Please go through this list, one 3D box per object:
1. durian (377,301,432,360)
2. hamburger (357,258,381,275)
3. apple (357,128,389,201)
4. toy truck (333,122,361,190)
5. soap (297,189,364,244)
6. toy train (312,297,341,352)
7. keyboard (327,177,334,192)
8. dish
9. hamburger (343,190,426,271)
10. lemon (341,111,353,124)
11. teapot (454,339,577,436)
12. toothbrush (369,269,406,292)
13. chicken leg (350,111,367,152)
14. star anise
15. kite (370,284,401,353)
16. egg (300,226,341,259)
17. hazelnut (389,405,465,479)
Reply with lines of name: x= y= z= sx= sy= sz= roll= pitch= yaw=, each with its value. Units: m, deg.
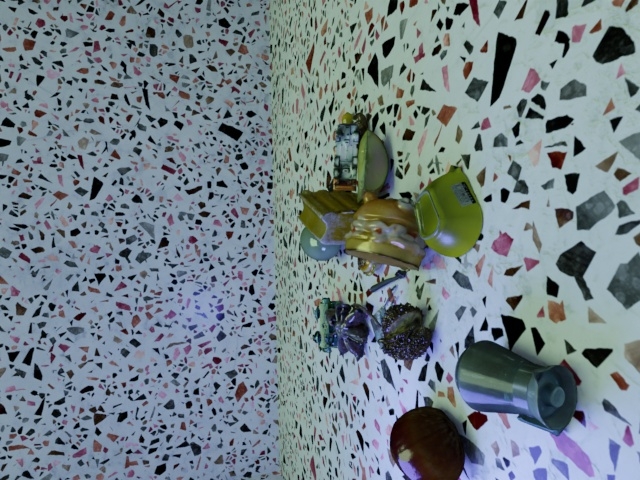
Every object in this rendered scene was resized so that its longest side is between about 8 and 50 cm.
durian: x=0.270 y=0.309 z=1.385 sx=0.196 sy=0.167 sz=0.196 roll=-34 pitch=37 yaw=30
hamburger: x=0.200 y=0.076 z=1.710 sx=0.126 sy=0.081 sz=0.141 roll=-150 pitch=61 yaw=-68
apple: x=0.201 y=-0.279 z=1.641 sx=0.193 sy=0.119 sz=0.265 roll=116 pitch=160 yaw=-78
toy truck: x=0.109 y=-0.344 z=1.731 sx=0.135 sy=0.114 sz=0.271 roll=-63 pitch=-24 yaw=-85
soap: x=0.085 y=-0.106 z=1.719 sx=0.335 sy=0.293 sz=0.156 roll=-136 pitch=48 yaw=-61
toy train: x=0.036 y=0.418 z=2.069 sx=0.154 sy=0.115 sz=0.270 roll=6 pitch=-101 yaw=-64
keyboard: x=0.111 y=-0.328 z=1.960 sx=0.310 sy=0.018 sz=0.101 roll=-62 pitch=38 yaw=38
dish: x=0.353 y=-0.081 z=1.224 sx=0.221 sy=0.108 sz=0.263 roll=131 pitch=134 yaw=-61
hamburger: x=0.229 y=-0.033 z=1.377 sx=0.276 sy=0.276 sz=0.237 roll=171 pitch=116 yaw=-71
lemon: x=0.128 y=-0.555 z=1.909 sx=0.062 sy=0.062 sz=0.084 roll=140 pitch=126 yaw=-66
teapot: x=0.445 y=0.340 z=0.942 sx=0.203 sy=0.171 sz=0.225 roll=59 pitch=157 yaw=-11
toothbrush: x=0.257 y=0.164 z=1.636 sx=0.297 sy=0.030 sz=0.030 roll=131 pitch=160 yaw=-65
chicken leg: x=0.173 y=-0.453 z=1.801 sx=0.084 sy=0.069 sz=0.198 roll=1 pitch=99 yaw=48
star anise: x=0.147 y=0.393 z=1.852 sx=0.359 sy=0.139 sz=0.316 roll=35 pitch=133 yaw=48
kite: x=0.267 y=0.317 z=1.639 sx=0.310 sy=0.015 sz=0.169 roll=107 pitch=154 yaw=-47
egg: x=0.000 y=0.000 z=2.097 sx=0.282 sy=0.202 sz=0.203 roll=-142 pitch=53 yaw=-69
hazelnut: x=0.319 y=0.612 z=1.247 sx=0.251 sy=0.216 sz=0.217 roll=-71 pitch=-15 yaw=-76
